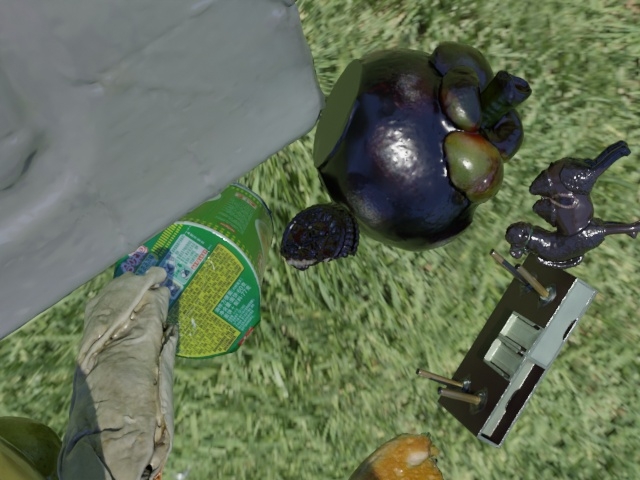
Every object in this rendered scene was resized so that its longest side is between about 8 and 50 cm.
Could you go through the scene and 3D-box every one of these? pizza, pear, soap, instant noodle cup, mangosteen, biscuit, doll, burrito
[{"bbox_3d":[0.126,0.402,1.615,0.228,0.081,0.289,18,53,9],"label":"pizza"},{"bbox_3d":[-0.323,0.232,1.185,0.141,0.141,0.104,-36,105,2],"label":"pear"},{"bbox_3d":[-0.241,-0.089,0.606,0.435,0.350,0.213,-34,61,-11],"label":"soap"},{"bbox_3d":[-0.157,0.027,1.677,0.207,0.233,0.207,4,113,9],"label":"instant noodle cup"},{"bbox_3d":[0.124,-0.132,1.506,0.233,0.287,0.288,28,95,-9],"label":"mangosteen"},{"bbox_3d":[0.000,0.000,1.230,0.087,0.089,0.027,-48,139,9],"label":"biscuit"},{"bbox_3d":[0.296,-0.034,1.409,0.165,0.057,0.139,-15,108,9],"label":"doll"},{"bbox_3d":[-0.194,0.161,1.159,0.117,0.392,0.076,-25,124,13],"label":"burrito"}]

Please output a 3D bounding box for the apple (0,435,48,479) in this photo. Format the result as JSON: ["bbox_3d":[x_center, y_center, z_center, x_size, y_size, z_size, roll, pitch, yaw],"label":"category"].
[{"bbox_3d":[-0.291,0.248,0.803,0.262,0.262,0.262,0,98,-3],"label":"apple"}]

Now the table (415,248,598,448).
[{"bbox_3d":[0.229,0.126,1.545,0.111,0.121,0.240,31,92,-25],"label":"table"}]
